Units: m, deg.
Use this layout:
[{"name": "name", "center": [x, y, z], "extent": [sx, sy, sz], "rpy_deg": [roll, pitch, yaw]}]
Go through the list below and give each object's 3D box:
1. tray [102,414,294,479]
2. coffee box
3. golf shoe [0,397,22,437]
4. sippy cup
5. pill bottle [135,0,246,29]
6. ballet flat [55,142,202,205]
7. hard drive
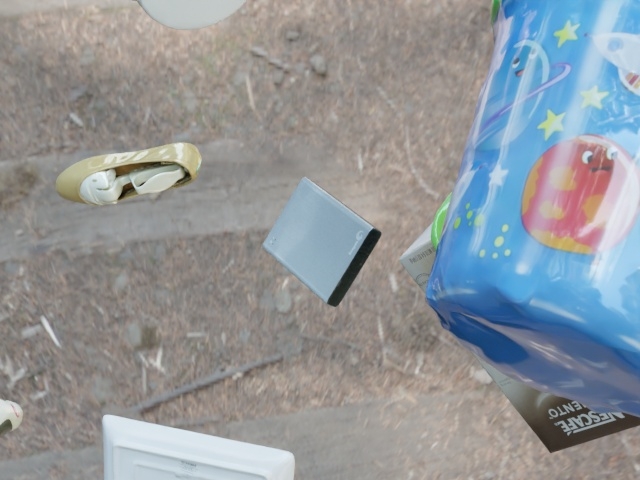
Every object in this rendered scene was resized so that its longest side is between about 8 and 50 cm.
[{"name": "tray", "center": [-0.170, 0.323, 1.372], "extent": [0.270, 0.145, 0.030], "rpy_deg": [9, 23, 12]}, {"name": "coffee box", "center": [0.214, 0.064, 0.976], "extent": [0.246, 0.141, 0.098], "rpy_deg": [51, 47, -5]}, {"name": "golf shoe", "center": [-0.444, 0.240, 1.106], "extent": [0.273, 0.120, 0.105], "rpy_deg": [-26, 71, 21]}, {"name": "sippy cup", "center": [0.176, -0.026, 0.588], "extent": [0.240, 0.305, 0.224], "rpy_deg": [22, 73, 16]}, {"name": "pill bottle", "center": [-0.182, -0.350, 1.024], "extent": [0.176, 0.176, 0.318], "rpy_deg": [-24, 54, -16]}, {"name": "ballet flat", "center": [-0.294, -0.094, 1.558], "extent": [0.232, 0.080, 0.073], "rpy_deg": [-16, 38, 5]}, {"name": "hard drive", "center": [0.000, 0.000, 1.117], "extent": [0.135, 0.022, 0.094], "rpy_deg": [39, 100, 46]}]
